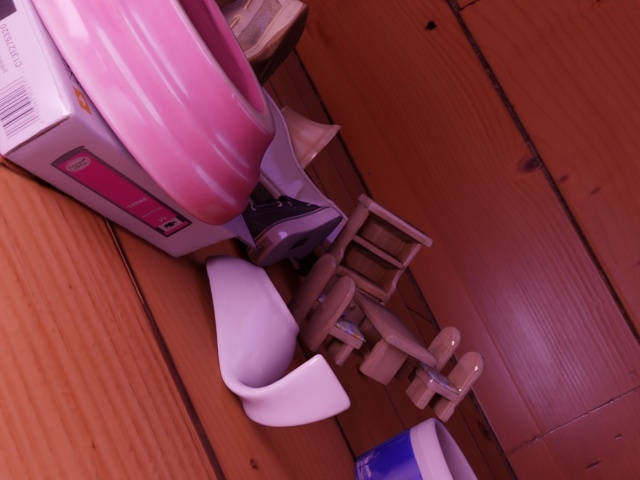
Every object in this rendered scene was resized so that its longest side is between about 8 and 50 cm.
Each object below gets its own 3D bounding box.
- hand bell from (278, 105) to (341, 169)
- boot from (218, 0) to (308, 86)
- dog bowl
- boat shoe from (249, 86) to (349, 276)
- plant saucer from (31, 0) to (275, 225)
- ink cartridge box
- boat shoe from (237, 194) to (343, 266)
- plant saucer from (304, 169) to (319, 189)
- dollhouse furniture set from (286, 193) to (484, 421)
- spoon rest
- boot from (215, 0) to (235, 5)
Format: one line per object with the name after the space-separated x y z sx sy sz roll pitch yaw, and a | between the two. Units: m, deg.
-0.100 -0.195 1.590 0.242 0.126 0.126 42 9 -3 | hand bell
-0.159 -0.254 1.377 0.203 0.262 0.095 30 -36 9 | boot
0.145 0.344 1.283 0.264 0.104 0.265 61 7 -13 | dog bowl
-0.073 -0.081 1.493 0.335 0.096 0.112 56 45 -17 | boat shoe
-0.133 -0.173 0.900 0.332 0.084 0.332 58 8 -12 | plant saucer
-0.167 -0.096 0.921 0.175 0.069 0.371 64 10 21 | ink cartridge box
-0.045 -0.021 1.362 0.076 0.080 0.228 46 23 11 | boat shoe
0.000 0.000 1.768 0.310 0.050 0.310 61 7 -12 | plant saucer
0.084 0.068 1.380 0.212 0.161 0.242 31 9 -25 | dollhouse furniture set
-0.056 0.094 1.013 0.137 0.084 0.276 60 -6 -21 | spoon rest
-0.185 -0.386 1.356 0.109 0.220 0.283 92 10 -47 | boot
